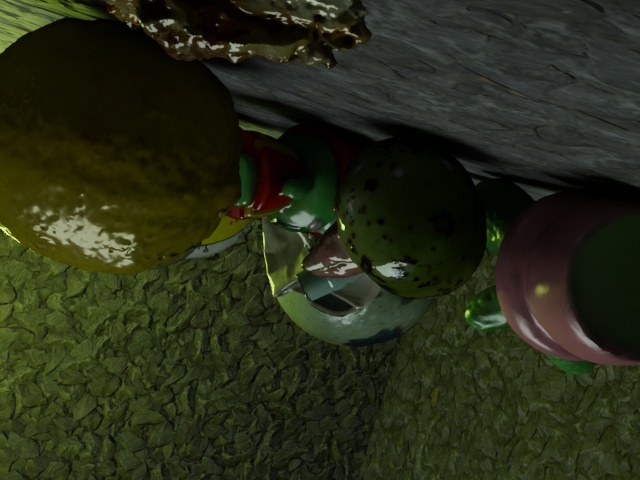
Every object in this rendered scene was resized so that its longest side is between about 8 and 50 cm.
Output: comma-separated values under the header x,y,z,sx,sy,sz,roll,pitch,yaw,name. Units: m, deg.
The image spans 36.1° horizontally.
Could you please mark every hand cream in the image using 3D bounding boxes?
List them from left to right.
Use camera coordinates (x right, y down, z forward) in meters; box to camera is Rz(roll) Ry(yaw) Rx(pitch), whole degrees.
x,y,z,sx,sy,sz,roll,pitch,yaw,name
0.116,-0.009,1.472,0.058,0.331,0.085,60,-175,9,hand cream

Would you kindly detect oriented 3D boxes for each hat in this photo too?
x,y,z,sx,sy,sz,roll,pitch,yaw,name
0.000,0.000,1.622,0.226,0.164,0.219,5,135,6,hat

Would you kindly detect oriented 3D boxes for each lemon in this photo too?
x,y,z,sx,sy,sz,roll,pitch,yaw,name
-0.233,-0.103,1.049,0.322,0.268,0.268,26,-179,2,lemon

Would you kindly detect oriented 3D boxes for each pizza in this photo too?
x,y,z,sx,sy,sz,roll,pitch,yaw,name
-0.061,-0.145,0.625,0.194,0.069,0.154,19,180,16,pizza

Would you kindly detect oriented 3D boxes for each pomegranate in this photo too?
x,y,z,sx,sy,sz,roll,pitch,yaw,name
0.085,-0.012,1.239,0.248,0.214,0.214,-29,159,22,pomegranate

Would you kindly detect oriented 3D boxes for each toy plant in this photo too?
x,y,z,sx,sy,sz,roll,pitch,yaw,name
0.321,0.066,1.232,0.317,0.211,0.356,57,164,-8,toy plant

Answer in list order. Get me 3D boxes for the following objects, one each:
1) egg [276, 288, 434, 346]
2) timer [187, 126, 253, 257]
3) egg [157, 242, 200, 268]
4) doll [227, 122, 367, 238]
x,y,z,sx,sy,sz,roll,pitch,yaw,name
0.071,0.029,1.879,0.345,0.345,0.428,17,164,-3,egg
-0.222,-0.133,1.646,0.285,0.285,0.285,17,180,0,timer
-0.306,-0.113,1.431,0.352,0.258,0.258,51,179,-1,egg
-0.002,-0.084,1.439,0.183,0.160,0.363,8,176,44,doll
